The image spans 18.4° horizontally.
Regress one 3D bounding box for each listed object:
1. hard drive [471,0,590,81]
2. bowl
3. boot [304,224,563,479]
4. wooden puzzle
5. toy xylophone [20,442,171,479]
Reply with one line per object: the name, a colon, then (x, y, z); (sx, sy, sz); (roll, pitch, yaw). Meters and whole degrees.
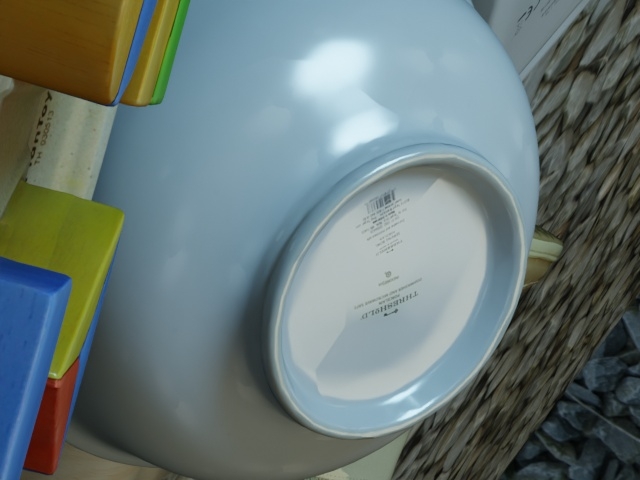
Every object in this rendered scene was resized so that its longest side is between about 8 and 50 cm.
hard drive: (0.172, -0.251, 1.393); (0.233, 0.047, 0.353); (-49, 163, -31)
bowl: (0.000, 0.000, 0.908); (0.298, 0.134, 0.298); (-19, 124, -30)
boot: (0.043, 0.070, 1.165); (0.262, 0.095, 0.203); (-5, 116, -63)
wooden puzzle: (-0.100, -0.024, 0.642); (0.348, 0.080, 0.322); (-39, 146, -84)
toy xylophone: (-0.093, 0.082, 1.129); (0.236, 0.081, 0.322); (-62, 165, 12)
